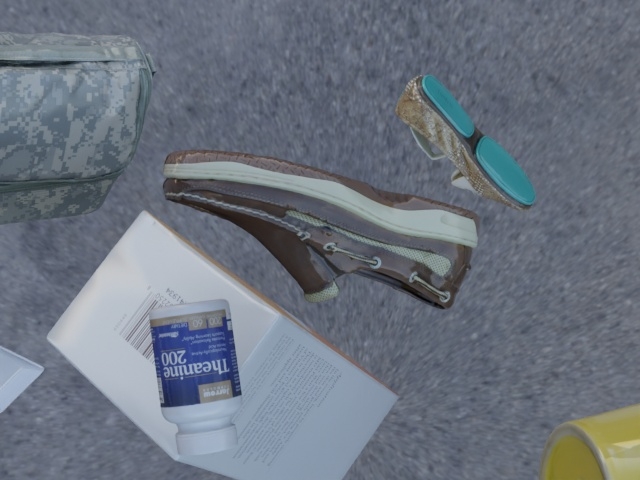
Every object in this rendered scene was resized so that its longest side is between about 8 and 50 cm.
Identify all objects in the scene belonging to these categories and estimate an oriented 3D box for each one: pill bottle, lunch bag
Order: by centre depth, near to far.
[{"bbox_3d":[-0.100,0.110,0.772,0.067,0.067,0.120,-8,86,0],"label":"pill bottle"},{"bbox_3d":[-0.391,-0.165,1.228,0.305,0.256,0.212,-8,62,-40],"label":"lunch bag"}]

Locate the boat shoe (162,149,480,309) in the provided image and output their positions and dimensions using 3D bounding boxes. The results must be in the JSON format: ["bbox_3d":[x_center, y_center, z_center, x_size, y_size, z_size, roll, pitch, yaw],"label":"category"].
[{"bbox_3d":[0.003,0.000,0.715,0.257,0.095,0.095,12,87,-19],"label":"boat shoe"}]

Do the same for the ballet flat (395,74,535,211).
[{"bbox_3d":[0.167,-0.105,1.123,0.206,0.067,0.073,48,41,-5],"label":"ballet flat"}]

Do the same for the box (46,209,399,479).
[{"bbox_3d":[-0.090,0.144,1.049,0.215,0.345,0.168,34,85,31],"label":"box"}]

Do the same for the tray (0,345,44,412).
[{"bbox_3d":[-0.656,0.213,1.727,0.145,0.270,0.030,-42,35,18],"label":"tray"}]

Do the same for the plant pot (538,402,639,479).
[{"bbox_3d":[0.371,0.266,0.987,0.239,0.254,0.254,1,79,-13],"label":"plant pot"}]
